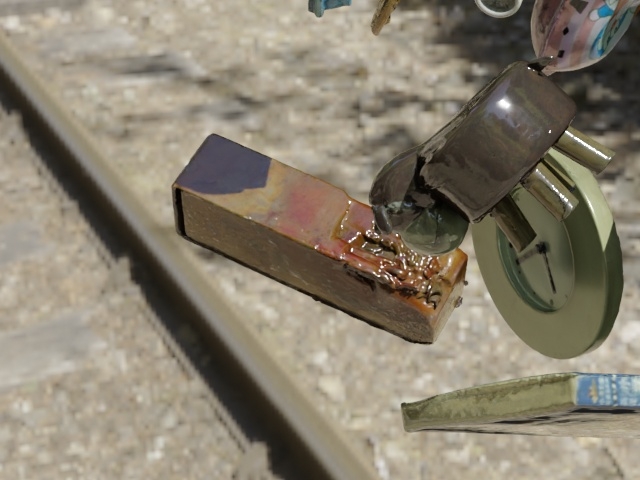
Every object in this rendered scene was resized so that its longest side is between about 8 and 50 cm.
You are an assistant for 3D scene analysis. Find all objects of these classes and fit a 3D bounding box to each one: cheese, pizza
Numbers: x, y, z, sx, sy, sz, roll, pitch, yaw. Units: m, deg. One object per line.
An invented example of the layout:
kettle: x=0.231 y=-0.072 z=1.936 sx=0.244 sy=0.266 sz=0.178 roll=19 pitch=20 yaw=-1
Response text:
cheese: x=0.255 y=-0.245 z=1.423 sx=0.074 sy=0.286 sz=0.189 roll=35 pitch=75 yaw=16
pizza: x=0.103 y=-0.347 z=2.123 sx=0.026 sy=0.123 sz=0.108 roll=21 pitch=54 yaw=-6

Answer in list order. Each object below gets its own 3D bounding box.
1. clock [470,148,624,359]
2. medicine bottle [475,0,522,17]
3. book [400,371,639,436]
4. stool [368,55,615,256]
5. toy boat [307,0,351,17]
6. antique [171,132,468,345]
clock: x=0.229 y=0.006 z=1.571 sx=0.029 sy=0.235 sz=0.235 roll=-15 pitch=27 yaw=-25
medicine bottle: x=0.243 y=-0.358 z=1.877 sx=0.059 sy=0.059 sz=0.231 roll=7 pitch=43 yaw=19
book: x=0.330 y=0.161 z=1.449 sx=0.428 sy=0.039 sz=0.300 roll=5 pitch=-12 yaw=-26
stool: x=0.128 y=-0.050 z=1.202 sx=0.121 sy=0.217 sz=0.125 roll=44 pitch=29 yaw=-4
toy boat: x=-0.017 y=-0.308 z=1.325 sx=0.098 sy=0.238 sz=0.109 roll=3 pitch=45 yaw=4
antique: x=0.000 y=0.000 z=1.599 sx=0.310 sy=0.093 sz=0.087 roll=25 pitch=58 yaw=14
